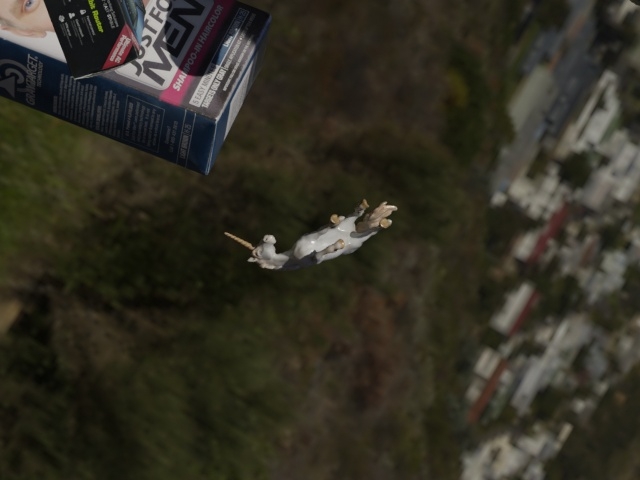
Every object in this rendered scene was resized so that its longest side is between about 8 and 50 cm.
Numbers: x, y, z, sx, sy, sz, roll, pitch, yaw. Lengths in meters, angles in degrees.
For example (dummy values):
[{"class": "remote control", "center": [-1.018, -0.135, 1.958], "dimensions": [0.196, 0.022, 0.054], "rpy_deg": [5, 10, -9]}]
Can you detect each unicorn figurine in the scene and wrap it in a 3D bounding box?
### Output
[{"class": "unicorn figurine", "center": [0.000, 0.000, 1.792], "dimensions": [0.162, 0.060, 0.111], "rpy_deg": [0, 160, -36]}]

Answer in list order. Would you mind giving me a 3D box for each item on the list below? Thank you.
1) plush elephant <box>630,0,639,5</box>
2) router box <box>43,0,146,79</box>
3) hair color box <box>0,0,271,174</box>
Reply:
[{"class": "plush elephant", "center": [0.527, -0.175, 1.915], "dimensions": [0.272, 0.330, 0.255], "rpy_deg": [-21, 133, -30]}, {"class": "router box", "center": [-0.128, -0.156, 0.887], "dimensions": [0.092, 0.038, 0.122], "rpy_deg": [-100, 172, -66]}, {"class": "hair color box", "center": [-0.247, -0.222, 1.868], "dimensions": [0.105, 0.347, 0.174], "rpy_deg": [106, 6, -54]}]
